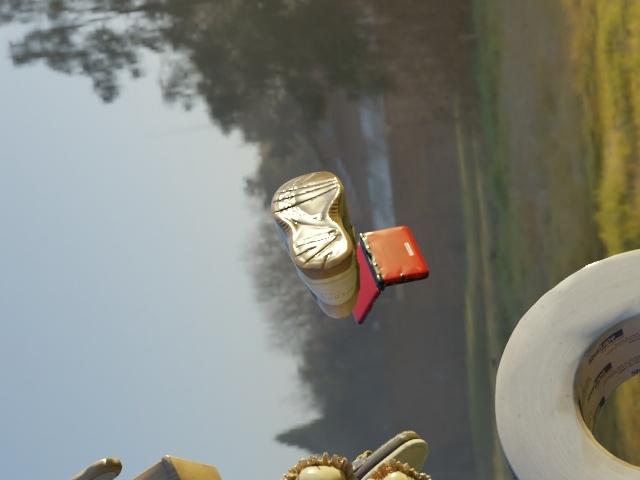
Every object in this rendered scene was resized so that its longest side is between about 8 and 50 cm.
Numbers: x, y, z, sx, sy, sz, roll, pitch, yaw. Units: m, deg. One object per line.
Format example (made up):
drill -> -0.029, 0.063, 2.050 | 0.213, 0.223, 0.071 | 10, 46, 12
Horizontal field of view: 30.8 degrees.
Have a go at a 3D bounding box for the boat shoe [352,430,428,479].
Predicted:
boat shoe -> 0.061, 0.336, 1.616 | 0.081, 0.227, 0.068 | 20, -151, -39

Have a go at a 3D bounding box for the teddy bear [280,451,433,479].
teddy bear -> 0.023, 0.392, 1.260 | 0.113, 0.245, 0.338 | -154, 55, -76

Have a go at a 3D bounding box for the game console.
game console -> 0.103, 0.056, 1.896 | 0.144, 0.124, 0.085 | -110, 11, -53

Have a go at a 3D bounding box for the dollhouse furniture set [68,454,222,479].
dollhouse furniture set -> -0.140, 0.425, 1.229 | 0.355, 0.174, 0.303 | 60, -169, 26

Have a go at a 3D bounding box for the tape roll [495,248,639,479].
tape roll -> 0.225, 0.111, 0.741 | 0.072, 0.219, 0.219 | 60, -159, -48

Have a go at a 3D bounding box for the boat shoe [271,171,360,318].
boat shoe -> 0.000, 0.000, 1.638 | 0.302, 0.109, 0.098 | -107, -1, -60
